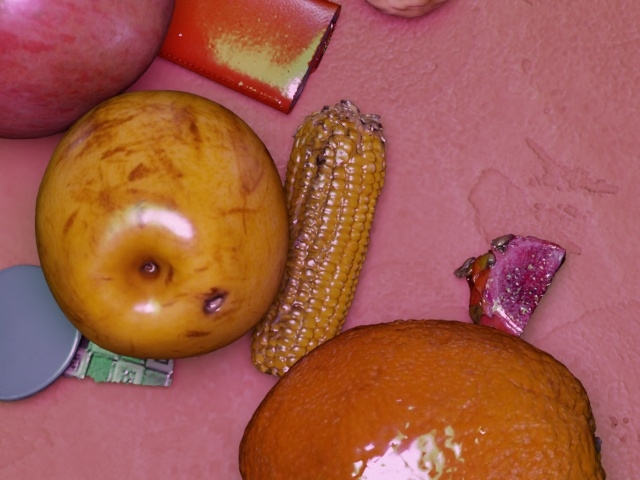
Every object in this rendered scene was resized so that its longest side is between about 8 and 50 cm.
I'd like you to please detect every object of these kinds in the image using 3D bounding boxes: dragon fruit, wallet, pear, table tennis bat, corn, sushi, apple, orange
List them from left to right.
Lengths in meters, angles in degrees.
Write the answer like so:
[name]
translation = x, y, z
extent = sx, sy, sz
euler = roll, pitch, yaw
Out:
[table tennis bat]
translation = -0.363, 0.126, 1.516
extent = 0.237, 0.038, 0.149
euler = -38, 68, 3
[apple]
translation = -0.295, -0.256, 1.450
extent = 0.269, 0.344, 0.345
euler = 10, 79, -31
[sushi]
translation = -0.219, 0.066, 1.534
extent = 0.139, 0.031, 0.201
euler = 7, 78, 4
[pear]
translation = -0.158, -0.012, 1.391
extent = 0.280, 0.281, 0.281
euler = -1, 80, 3
[wallet]
translation = -0.096, -0.244, 1.572
extent = 0.204, 0.045, 0.142
euler = 24, 81, 7
[corn]
translation = 0.000, 0.000, 1.494
extent = 0.115, 0.115, 0.318
euler = 11, 81, 5
[orange]
translation = 0.101, 0.235, 1.345
extent = 0.356, 0.322, 0.322
euler = -10, 80, 0
[dragon fruit]
translation = 0.192, 0.049, 1.479
extent = 0.096, 0.102, 0.147
euler = 30, 74, 1

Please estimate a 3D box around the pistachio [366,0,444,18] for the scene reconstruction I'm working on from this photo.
[pistachio]
translation = 0.075, -0.337, 1.548
extent = 0.145, 0.117, 0.200
euler = -24, 68, -39
